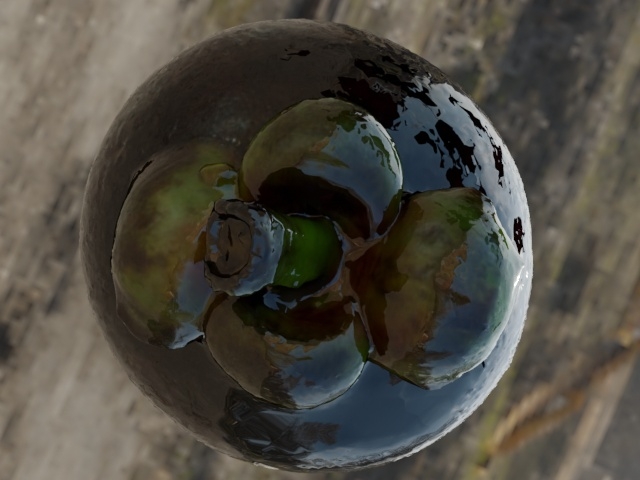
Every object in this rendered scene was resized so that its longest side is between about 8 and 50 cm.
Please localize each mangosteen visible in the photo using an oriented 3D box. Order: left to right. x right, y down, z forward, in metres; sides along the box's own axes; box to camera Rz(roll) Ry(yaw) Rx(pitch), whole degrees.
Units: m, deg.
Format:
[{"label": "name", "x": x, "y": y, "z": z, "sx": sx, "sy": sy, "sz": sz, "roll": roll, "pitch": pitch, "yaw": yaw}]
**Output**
[{"label": "mangosteen", "x": -0.003, "y": 0.002, "z": 1.315, "sx": 0.330, "sy": 0.330, "sz": 0.330, "roll": 23, "pitch": 90, "yaw": -79}]
